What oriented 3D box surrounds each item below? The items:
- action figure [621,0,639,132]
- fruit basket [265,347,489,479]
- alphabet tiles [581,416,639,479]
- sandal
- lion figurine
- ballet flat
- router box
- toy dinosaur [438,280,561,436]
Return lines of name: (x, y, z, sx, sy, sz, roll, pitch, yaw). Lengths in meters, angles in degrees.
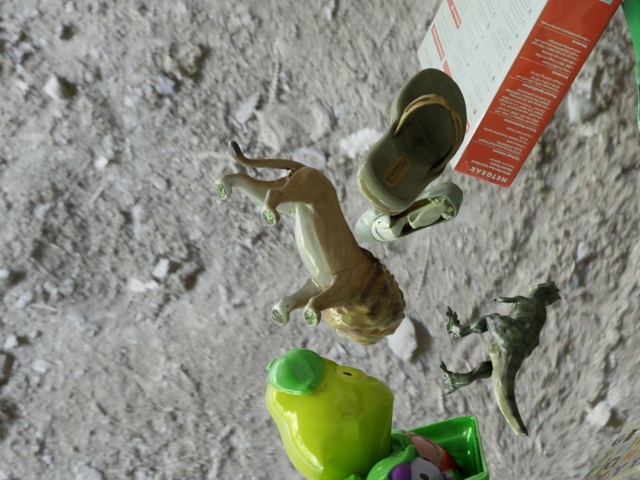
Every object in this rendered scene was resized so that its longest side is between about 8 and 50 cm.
action figure: (0.385, -0.167, 1.111, 0.137, 0.063, 0.232, -8, 60, 37)
fruit basket: (0.089, 0.304, 1.494, 0.283, 0.392, 0.392, -16, 74, 6)
alphabet tiles: (0.465, 0.271, 1.458, 0.198, 0.237, 0.009, -34, 82, -40)
sandal: (0.085, -0.089, 0.868, 0.072, 0.049, 0.180, 40, 45, -5)
lion figurine: (0.000, 0.000, 1.664, 0.142, 0.240, 0.392, -11, 101, 46)
ballet flat: (0.144, -0.038, 1.782, 0.213, 0.068, 0.072, -24, 116, 27)
router box: (0.243, -0.284, 1.341, 0.082, 0.335, 0.301, 17, 124, -15)
toy dinosaur: (0.193, 0.118, 1.156, 0.118, 0.268, 0.064, -9, 119, 28)
